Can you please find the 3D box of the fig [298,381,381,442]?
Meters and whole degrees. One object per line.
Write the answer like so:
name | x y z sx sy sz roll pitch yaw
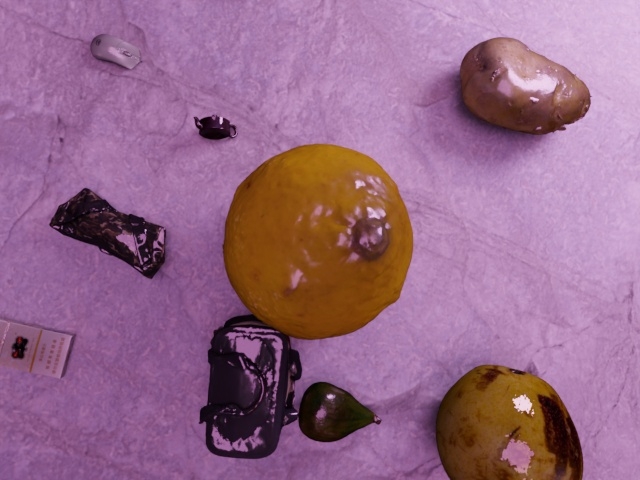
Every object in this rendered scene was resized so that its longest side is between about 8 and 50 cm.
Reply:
fig | 0.039 0.361 0.901 0.177 0.117 0.117 15 86 -22

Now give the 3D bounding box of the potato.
potato | 0.441 -0.324 0.942 0.295 0.141 0.192 14 70 -4

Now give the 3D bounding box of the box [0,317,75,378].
box | -0.594 0.216 0.875 0.166 0.024 0.090 14 87 -6

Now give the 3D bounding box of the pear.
pear | 0.366 0.388 0.850 0.283 0.283 0.284 0 88 -6

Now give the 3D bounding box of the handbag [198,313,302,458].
handbag | -0.130 0.276 0.841 0.181 0.181 0.255 5 88 -5

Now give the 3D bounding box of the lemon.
lemon | 0.000 0.000 0.774 0.349 0.387 0.350 4 81 -24

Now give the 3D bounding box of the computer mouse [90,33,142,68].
computer mouse | -0.430 -0.399 0.909 0.110 0.032 0.056 19 87 -5

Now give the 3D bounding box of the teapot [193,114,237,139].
teapot | -0.219 -0.241 0.909 0.100 0.067 0.045 1 85 -41

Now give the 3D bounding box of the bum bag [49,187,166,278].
bum bag | -0.420 -0.020 0.879 0.247 0.069 0.102 28 61 -2
